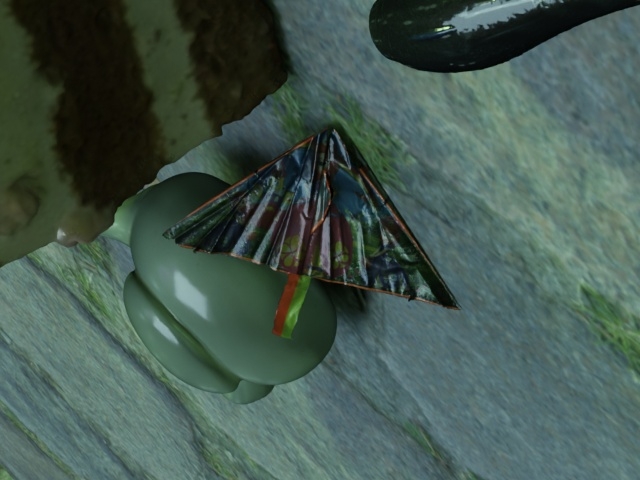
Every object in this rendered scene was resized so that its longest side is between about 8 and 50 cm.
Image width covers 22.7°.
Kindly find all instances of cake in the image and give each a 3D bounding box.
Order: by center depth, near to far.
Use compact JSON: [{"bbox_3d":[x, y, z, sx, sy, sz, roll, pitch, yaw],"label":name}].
[{"bbox_3d":[-0.222,-0.177,1.149,0.256,0.290,0.282,30,146,38],"label":"cake"}]

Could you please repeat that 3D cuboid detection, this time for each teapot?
[{"bbox_3d":[-0.069,0.072,1.412,0.220,0.149,0.318,47,176,47],"label":"teapot"}]

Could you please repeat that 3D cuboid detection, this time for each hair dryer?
[{"bbox_3d":[0.072,-0.200,0.869,0.195,0.075,0.219,-7,113,52],"label":"hair dryer"}]

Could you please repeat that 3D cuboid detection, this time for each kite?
[{"bbox_3d":[0.000,0.000,1.232,0.241,0.014,0.183,17,113,1],"label":"kite"}]
